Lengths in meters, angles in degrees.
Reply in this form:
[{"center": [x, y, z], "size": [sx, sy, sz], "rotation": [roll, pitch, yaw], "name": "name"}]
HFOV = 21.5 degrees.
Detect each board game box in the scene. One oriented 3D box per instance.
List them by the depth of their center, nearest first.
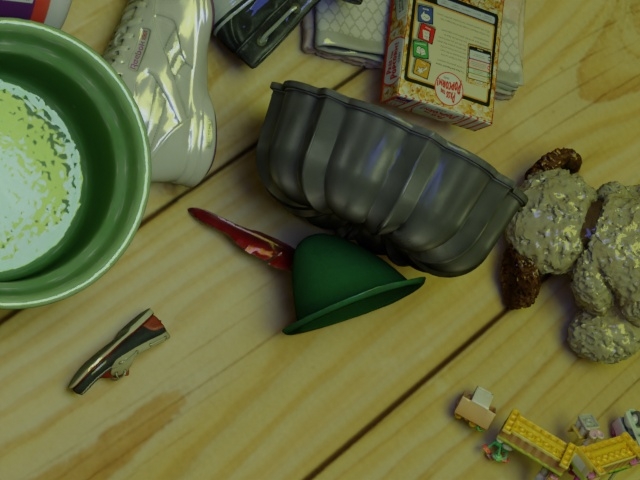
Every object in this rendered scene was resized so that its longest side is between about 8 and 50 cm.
[{"center": [0.156, -0.250, 2.121], "size": [0.147, 0.045, 0.193], "rotation": [15, 73, -27], "name": "board game box"}]

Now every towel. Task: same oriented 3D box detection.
[{"center": [0.130, -0.363, 2.185], "size": [0.332, 0.053, 0.317], "rotation": [9, 75, -28], "name": "towel"}]

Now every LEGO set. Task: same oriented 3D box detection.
[{"center": [0.292, 0.276, 2.133], "size": [0.287, 0.107, 0.132], "rotation": [9, 41, -22], "name": "LEGO set"}]

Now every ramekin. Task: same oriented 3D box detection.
[{"center": [-0.345, -0.074, 1.790], "size": [0.303, 0.148, 0.303], "rotation": [2, 85, -22], "name": "ramekin"}]

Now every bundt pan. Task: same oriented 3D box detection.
[{"center": [0.066, -0.058, 1.948], "size": [0.331, 0.331, 0.124], "rotation": [28, 84, -21], "name": "bundt pan"}]

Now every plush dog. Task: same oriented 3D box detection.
[{"center": [0.344, -0.001, 2.163], "size": [0.225, 0.210, 0.262], "rotation": [19, 70, 1], "name": "plush dog"}]

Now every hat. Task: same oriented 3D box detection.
[{"center": [0.000, 0.000, 1.978], "size": [0.208, 0.173, 0.183], "rotation": [-13, 78, -41], "name": "hat"}]

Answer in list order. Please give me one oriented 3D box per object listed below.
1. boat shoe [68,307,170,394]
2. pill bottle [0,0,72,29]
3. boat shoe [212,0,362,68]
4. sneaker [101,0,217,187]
[{"center": [-0.226, 0.132, 1.891], "size": [0.137, 0.049, 0.043], "rotation": [-43, 103, -33], "name": "boat shoe"}, {"center": [-0.433, -0.307, 1.792], "size": [0.323, 0.181, 0.181], "rotation": [3, 78, -28], "name": "pill bottle"}, {"center": [0.013, -0.333, 2.039], "size": [0.335, 0.121, 0.119], "rotation": [-38, 91, -1], "name": "boat shoe"}, {"center": [-0.200, -0.214, 1.936], "size": [0.152, 0.114, 0.305], "rotation": [-1, 80, -29], "name": "sneaker"}]
